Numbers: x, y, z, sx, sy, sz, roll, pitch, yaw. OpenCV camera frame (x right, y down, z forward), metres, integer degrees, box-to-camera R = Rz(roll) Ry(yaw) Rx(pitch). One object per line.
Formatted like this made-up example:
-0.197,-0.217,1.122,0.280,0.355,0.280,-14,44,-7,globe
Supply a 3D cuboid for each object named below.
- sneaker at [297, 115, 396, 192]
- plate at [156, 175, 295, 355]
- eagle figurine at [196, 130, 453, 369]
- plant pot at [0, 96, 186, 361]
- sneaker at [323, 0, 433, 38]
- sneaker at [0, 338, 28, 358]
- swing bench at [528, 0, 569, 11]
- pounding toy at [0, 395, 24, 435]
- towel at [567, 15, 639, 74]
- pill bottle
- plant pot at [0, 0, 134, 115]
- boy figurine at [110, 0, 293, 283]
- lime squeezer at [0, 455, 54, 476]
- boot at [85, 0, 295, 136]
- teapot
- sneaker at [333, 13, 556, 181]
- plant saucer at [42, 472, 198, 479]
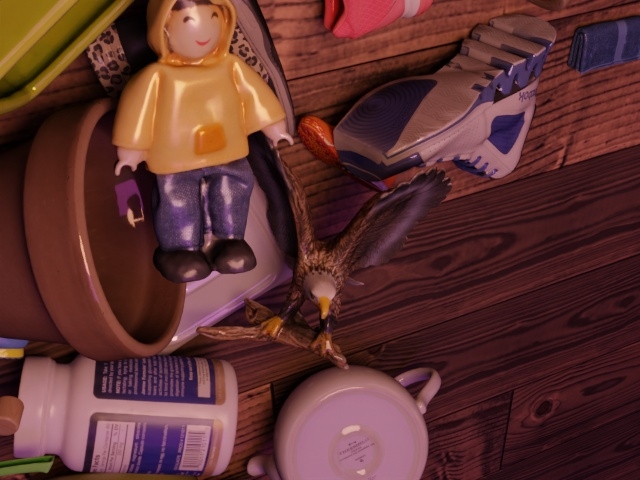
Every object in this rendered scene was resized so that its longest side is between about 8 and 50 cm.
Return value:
0.037,-0.122,1.014,0.175,0.064,0.068,28,85,-44,sneaker
-0.170,0.022,1.007,0.277,0.045,0.278,-31,132,-4,plate
0.004,0.005,0.920,0.226,0.225,0.299,-6,120,-36,eagle figurine
-0.287,0.000,0.807,0.229,0.263,0.263,-8,132,10,plant pot
0.017,-0.335,0.797,0.136,0.116,0.314,-31,133,-3,sneaker
-0.439,0.086,0.905,0.209,0.069,0.082,9,90,-25,sneaker
0.283,-0.414,0.849,0.253,0.165,0.254,-48,132,10,swing bench
-0.439,0.180,0.910,0.205,0.094,0.181,3,125,-3,pounding toy
0.407,-0.276,1.110,0.119,0.029,0.067,-14,128,-18,towel
-0.249,0.221,1.018,0.264,0.153,0.153,8,120,-17,pill bottle
-0.261,-0.246,0.623,0.227,0.228,0.207,-42,105,5,plant pot
-0.108,-0.110,0.746,0.177,0.092,0.285,-6,112,-22,boy figurine
-0.460,0.232,0.854,0.310,0.059,0.110,26,121,-16,lime squeezer
-0.132,-0.177,0.862,0.178,0.085,0.236,-20,146,3,boot
0.042,0.299,1.241,0.255,0.187,0.253,16,93,-10,teapot
0.179,-0.136,1.003,0.315,0.127,0.182,-34,136,-20,sneaker
-0.288,0.340,1.108,0.240,0.037,0.241,-5,166,-1,plant saucer
